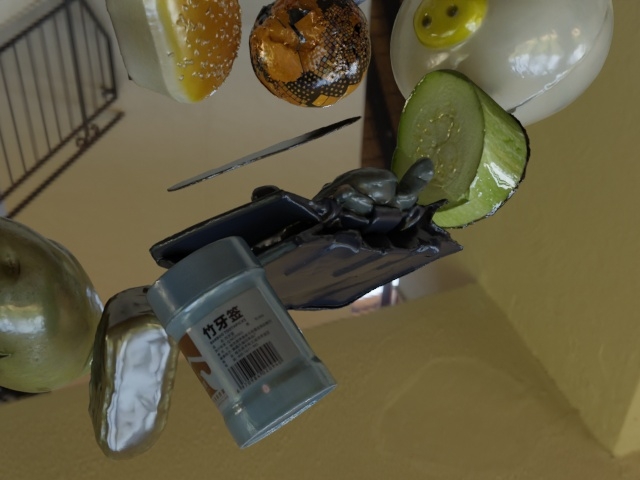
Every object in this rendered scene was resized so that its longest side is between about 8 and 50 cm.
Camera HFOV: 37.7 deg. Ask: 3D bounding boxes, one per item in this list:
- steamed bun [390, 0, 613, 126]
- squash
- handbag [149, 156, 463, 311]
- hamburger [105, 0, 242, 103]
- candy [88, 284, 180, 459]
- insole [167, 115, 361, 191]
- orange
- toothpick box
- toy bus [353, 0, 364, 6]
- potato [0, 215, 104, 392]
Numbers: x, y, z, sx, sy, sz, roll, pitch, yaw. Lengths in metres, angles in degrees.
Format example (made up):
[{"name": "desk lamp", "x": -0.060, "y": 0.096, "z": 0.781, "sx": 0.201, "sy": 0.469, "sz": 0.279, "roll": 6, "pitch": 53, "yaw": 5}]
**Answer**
[{"name": "steamed bun", "x": 0.294, "y": -0.339, "z": 1.549, "sx": 0.374, "sy": 0.333, "sz": 0.334, "roll": -11, "pitch": -152, "yaw": 40}, {"name": "squash", "x": 0.187, "y": -0.125, "z": 1.384, "sx": 0.133, "sy": 0.220, "sz": 0.220, "roll": 26, "pitch": -160, "yaw": -44}, {"name": "handbag", "x": 0.000, "y": 0.000, "z": 1.073, "sx": 0.326, "sy": 0.269, "sz": 0.118, "roll": -1, "pitch": -109, "yaw": -54}, {"name": "hamburger", "x": -0.196, "y": -0.332, "z": 1.289, "sx": 0.152, "sy": 0.295, "sz": 0.227, "roll": 5, "pitch": -128, "yaw": 7}, {"name": "candy", "x": -0.254, "y": 0.179, "z": 1.269, "sx": 0.102, "sy": 0.233, "sz": 0.104, "roll": -2, "pitch": -153, "yaw": -23}, {"name": "insole", "x": -0.089, "y": -0.135, "z": 1.456, "sx": 0.328, "sy": 0.007, "sz": 0.111, "roll": -20, "pitch": -169, "yaw": 9}, {"name": "orange", "x": -0.017, "y": -0.364, "z": 1.773, "sx": 0.235, "sy": 0.234, "sz": 0.182, "roll": 9, "pitch": -170, "yaw": 8}, {"name": "toothpick box", "x": -0.068, "y": 0.086, "z": 0.797, "sx": 0.101, "sy": 0.101, "sz": 0.153, "roll": -27, "pitch": -104, "yaw": -29}, {"name": "toy bus", "x": 0.080, "y": -0.504, "z": 1.862, "sx": 0.051, "sy": 0.061, "sz": 0.153, "roll": 42, "pitch": -120, "yaw": 16}, {"name": "potato", "x": -0.462, "y": 0.108, "z": 1.433, "sx": 0.243, "sy": 0.326, "sz": 0.220, "roll": -1, "pitch": -120, "yaw": 1}]
